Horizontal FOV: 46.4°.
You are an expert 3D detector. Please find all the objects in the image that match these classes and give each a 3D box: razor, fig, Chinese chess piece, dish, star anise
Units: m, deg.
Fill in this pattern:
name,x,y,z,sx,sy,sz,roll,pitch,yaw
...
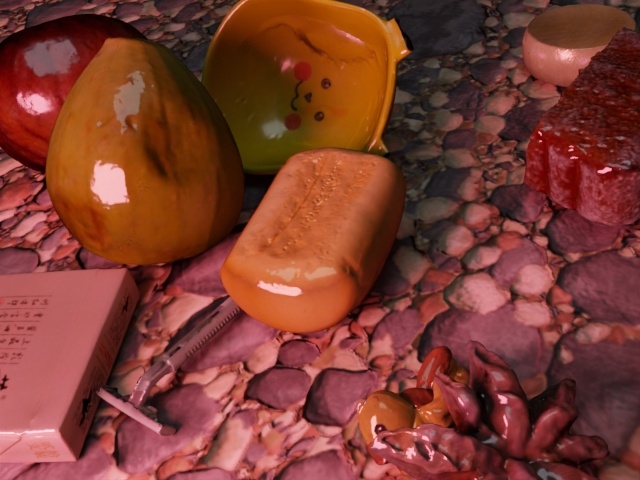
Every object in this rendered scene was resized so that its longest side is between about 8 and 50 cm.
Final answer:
name,x,y,z,sx,sy,sz,roll,pitch,yaw
razor,-0.109,0.088,0.711,0.084,0.036,0.211,20,51,31
fig,-0.305,-0.169,0.930,0.235,0.215,0.235,-2,14,0
Chinese chess piece,0.334,-0.251,0.962,0.144,0.058,0.144,-6,40,5
dish,-0.009,-0.181,0.906,0.262,0.221,0.108,13,7,24
fig,-0.187,-0.083,0.776,0.207,0.230,0.207,-7,42,6
star anise,0.130,0.152,0.514,0.195,0.065,0.182,8,55,-5

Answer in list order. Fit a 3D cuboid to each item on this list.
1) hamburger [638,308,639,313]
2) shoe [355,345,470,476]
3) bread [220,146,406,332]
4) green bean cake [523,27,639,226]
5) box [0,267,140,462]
name,x,y,z,sx,sy,sz,roll,pitch,yaw
hamburger,0.302,0.153,0.433,0.245,0.155,0.282,11,42,21
shoe,0.079,0.133,0.584,0.109,0.072,0.069,-29,81,-12
bread,0.000,0.000,0.732,0.147,0.098,0.217,13,45,21
green bean cake,0.315,-0.120,0.785,0.232,0.097,0.198,-33,45,-21
box,-0.380,0.120,0.734,0.365,0.051,0.205,-4,41,11
